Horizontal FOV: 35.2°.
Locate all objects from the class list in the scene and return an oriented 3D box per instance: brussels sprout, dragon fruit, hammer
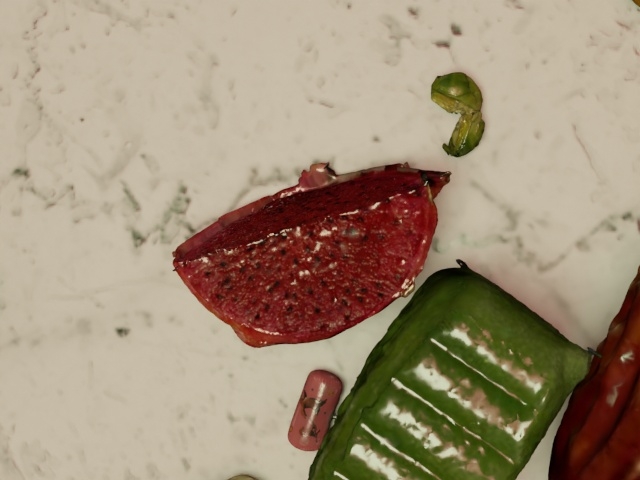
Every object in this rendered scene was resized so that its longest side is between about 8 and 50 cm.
[{"bbox_3d":[0.140,-0.127,1.007,0.051,0.046,0.083,-13,96,5],"label":"brussels sprout"},{"bbox_3d":[0.003,0.007,0.990,0.274,0.161,0.126,-19,112,4],"label":"dragon fruit"},{"bbox_3d":[-0.004,0.172,1.021,0.043,0.043,0.083,19,91,9],"label":"hammer"}]

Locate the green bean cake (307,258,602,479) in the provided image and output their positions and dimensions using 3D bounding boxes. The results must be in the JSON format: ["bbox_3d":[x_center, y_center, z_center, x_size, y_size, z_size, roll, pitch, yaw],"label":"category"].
[{"bbox_3d":[0.104,0.152,0.897,0.156,0.250,0.247,34,94,8],"label":"green bean cake"}]

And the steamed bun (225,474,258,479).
[{"bbox_3d":[-0.106,0.327,0.975,0.172,0.155,0.141,-38,82,5],"label":"steamed bun"}]

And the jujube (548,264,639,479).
[{"bbox_3d":[0.358,0.154,0.860,0.276,0.276,0.377,27,95,9],"label":"jujube"}]

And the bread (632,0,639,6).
[{"bbox_3d":[0.354,-0.286,0.963,0.122,0.073,0.149,33,96,3],"label":"bread"}]
